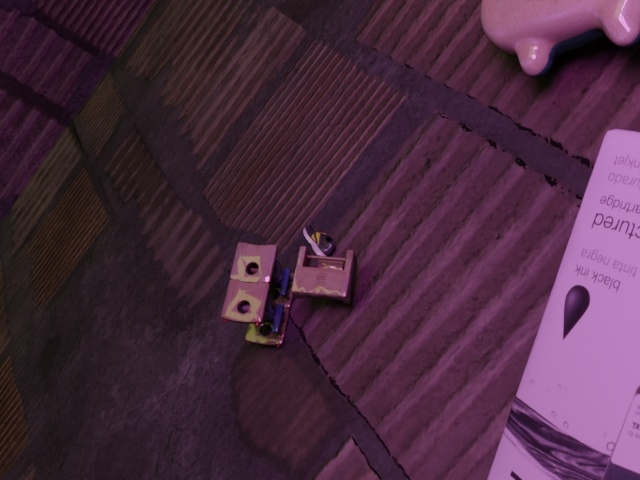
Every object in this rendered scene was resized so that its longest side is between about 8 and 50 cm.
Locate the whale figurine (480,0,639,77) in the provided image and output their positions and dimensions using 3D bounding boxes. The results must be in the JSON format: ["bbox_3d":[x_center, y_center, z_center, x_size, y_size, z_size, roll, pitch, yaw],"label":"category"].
[{"bbox_3d":[0.331,-0.305,0.864,0.272,0.141,0.216,40,112,56],"label":"whale figurine"}]

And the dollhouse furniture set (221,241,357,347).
[{"bbox_3d":[-0.037,0.092,1.051,0.184,0.129,0.128,4,66,16],"label":"dollhouse furniture set"}]

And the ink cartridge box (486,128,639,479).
[{"bbox_3d":[0.280,0.151,0.439,0.285,0.166,0.394,31,107,60],"label":"ink cartridge box"}]

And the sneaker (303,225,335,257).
[{"bbox_3d":[0.000,0.000,1.120,0.035,0.031,0.083,-37,46,4],"label":"sneaker"}]
